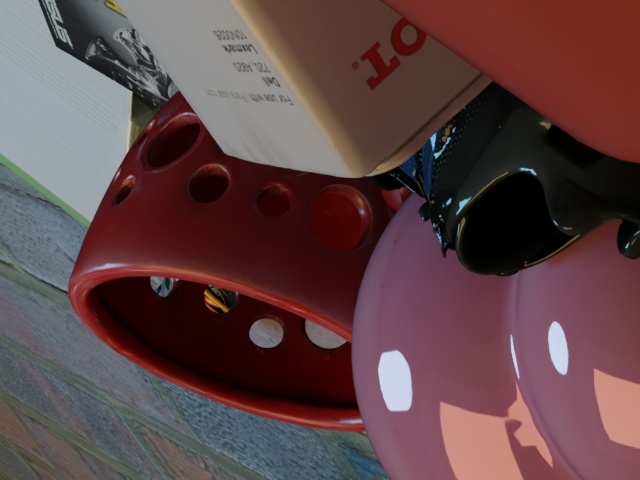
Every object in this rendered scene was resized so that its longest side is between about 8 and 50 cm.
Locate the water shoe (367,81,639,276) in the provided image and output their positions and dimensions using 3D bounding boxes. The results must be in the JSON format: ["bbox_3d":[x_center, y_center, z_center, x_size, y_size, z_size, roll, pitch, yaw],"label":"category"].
[{"bbox_3d":[0.053,-0.028,0.710,0.073,0.080,0.203,21,167,-27],"label":"water shoe"}]

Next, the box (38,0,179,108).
[{"bbox_3d":[-0.100,-0.163,1.083,0.183,0.056,0.231,33,156,26],"label":"box"}]

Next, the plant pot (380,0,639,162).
[{"bbox_3d":[0.066,-0.169,0.467,0.243,0.275,0.275,45,163,-23],"label":"plant pot"}]

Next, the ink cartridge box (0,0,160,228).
[{"bbox_3d":[-0.172,-0.131,1.326,0.171,0.056,0.235,36,134,28],"label":"ink cartridge box"}]

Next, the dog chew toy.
[{"bbox_3d":[0.152,0.034,0.759,0.206,0.206,0.332,51,153,-10],"label":"dog chew toy"}]

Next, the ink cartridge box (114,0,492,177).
[{"bbox_3d":[-0.015,-0.189,0.646,0.278,0.201,0.117,55,161,-22],"label":"ink cartridge box"}]

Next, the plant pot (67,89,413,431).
[{"bbox_3d":[-0.013,-0.014,0.979,0.191,0.174,0.191,18,156,8],"label":"plant pot"}]

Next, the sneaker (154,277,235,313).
[{"bbox_3d":[-0.082,0.043,1.427,0.084,0.083,0.215,48,160,4],"label":"sneaker"}]
